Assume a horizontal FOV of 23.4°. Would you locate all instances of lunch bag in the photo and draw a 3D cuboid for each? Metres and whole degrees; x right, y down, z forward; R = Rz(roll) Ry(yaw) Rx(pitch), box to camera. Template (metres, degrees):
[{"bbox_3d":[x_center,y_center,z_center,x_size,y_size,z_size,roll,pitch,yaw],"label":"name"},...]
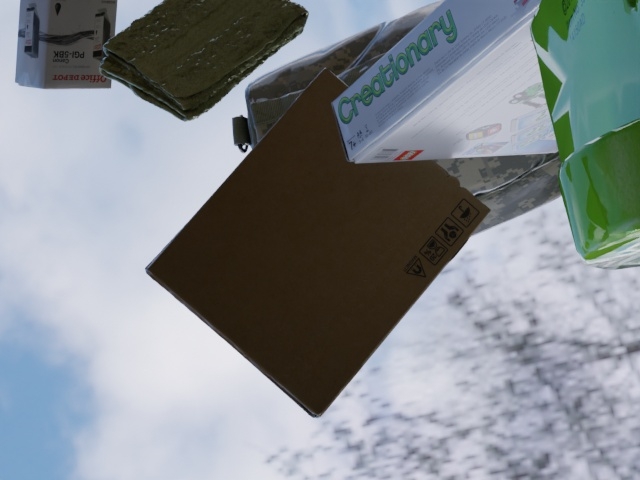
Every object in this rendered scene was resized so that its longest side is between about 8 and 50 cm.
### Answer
[{"bbox_3d":[0.086,-0.121,1.547,0.256,0.305,0.213,48,-159,-63],"label":"lunch bag"}]

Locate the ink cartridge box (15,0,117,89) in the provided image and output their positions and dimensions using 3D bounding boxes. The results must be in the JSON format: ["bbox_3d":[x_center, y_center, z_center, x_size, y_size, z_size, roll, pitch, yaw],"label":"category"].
[{"bbox_3d":[-0.277,-0.234,1.695,0.099,0.056,0.135,-8,-73,-48],"label":"ink cartridge box"}]

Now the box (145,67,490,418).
[{"bbox_3d":[0.000,0.000,1.117,0.164,0.021,0.201,41,-101,-1],"label":"box"}]

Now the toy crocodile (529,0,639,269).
[{"bbox_3d":[0.100,-0.077,0.310,0.340,0.105,0.115,93,166,-74],"label":"toy crocodile"}]

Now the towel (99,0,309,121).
[{"bbox_3d":[-0.092,-0.158,1.220,0.148,0.110,0.027,-43,-29,-23],"label":"towel"}]

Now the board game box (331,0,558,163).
[{"bbox_3d":[0.166,-0.137,0.996,0.193,0.305,0.053,-5,-110,-34],"label":"board game box"}]
